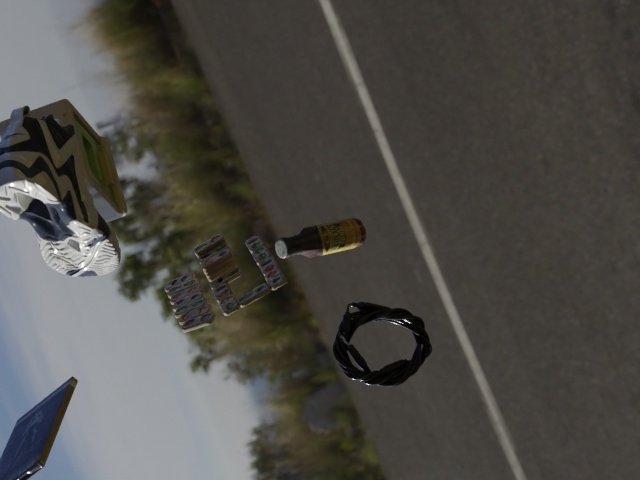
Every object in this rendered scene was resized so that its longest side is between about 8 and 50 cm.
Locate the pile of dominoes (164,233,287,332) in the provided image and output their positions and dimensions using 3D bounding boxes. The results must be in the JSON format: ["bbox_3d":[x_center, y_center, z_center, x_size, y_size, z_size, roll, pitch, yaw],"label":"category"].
[{"bbox_3d":[-0.175,0.060,2.113,0.040,0.196,0.251,62,176,-23],"label":"pile of dominoes"}]

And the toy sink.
[{"bbox_3d":[-0.407,-0.103,2.020,0.234,0.131,0.152,63,-171,-67],"label":"toy sink"}]

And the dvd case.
[{"bbox_3d":[-0.499,0.348,2.121,0.018,0.164,0.221,42,-152,-20],"label":"dvd case"}]

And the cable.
[{"bbox_3d":[0.118,0.196,2.277,0.047,0.185,0.150,140,143,-70],"label":"cable"}]

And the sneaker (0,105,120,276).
[{"bbox_3d":[-0.304,-0.067,1.445,0.235,0.094,0.153,47,-148,-51],"label":"sneaker"}]

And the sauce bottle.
[{"bbox_3d":[0.000,0.000,1.580,0.042,0.128,0.042,20,117,46],"label":"sauce bottle"}]
